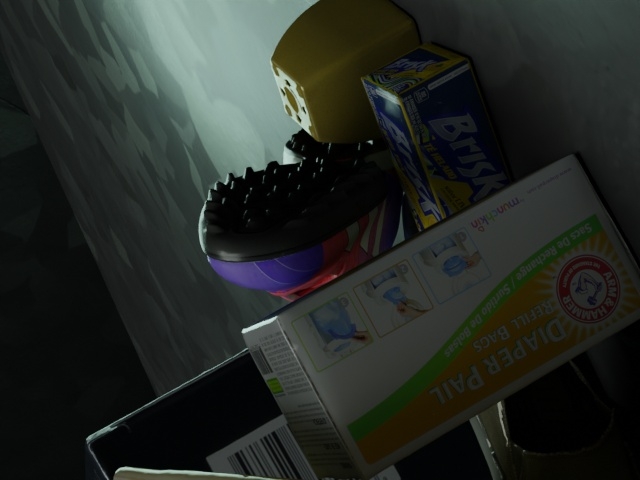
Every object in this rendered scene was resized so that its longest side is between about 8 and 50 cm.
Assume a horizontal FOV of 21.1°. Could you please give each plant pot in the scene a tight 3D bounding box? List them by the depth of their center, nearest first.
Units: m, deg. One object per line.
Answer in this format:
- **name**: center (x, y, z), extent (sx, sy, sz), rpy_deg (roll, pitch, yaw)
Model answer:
- **plant pot**: center (0.016, -0.112, 1.145), extent (0.081, 0.083, 0.081), rpy_deg (46, 160, 48)

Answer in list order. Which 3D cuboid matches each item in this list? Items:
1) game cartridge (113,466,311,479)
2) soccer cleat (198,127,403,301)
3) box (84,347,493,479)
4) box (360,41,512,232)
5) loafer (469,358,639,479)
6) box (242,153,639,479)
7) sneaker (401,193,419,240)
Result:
- **game cartridge**: center (0.083, 0.165, 0.951), extent (0.323, 0.285, 0.053), rpy_deg (-4, 78, 55)
- **soccer cleat**: center (0.000, 0.000, 1.132), extent (0.318, 0.108, 0.116), rpy_deg (-50, -43, -74)
- **box**: center (-0.042, 0.227, 1.590), extent (0.212, 0.293, 0.395), rpy_deg (59, 166, 9)
- **box**: center (0.086, -0.038, 1.102), extent (0.059, 0.054, 0.169), rpy_deg (36, 152, 61)
- **loafer**: center (0.160, 0.153, 1.139), extent (0.251, 0.094, 0.087), rpy_deg (60, 170, 4)
- **box**: center (0.073, 0.046, 1.003), extent (0.103, 0.203, 0.114), rpy_deg (62, 165, 0)
- **sneaker**: center (0.086, 0.013, 1.210), extent (0.059, 0.053, 0.144), rpy_deg (39, 154, 61)
